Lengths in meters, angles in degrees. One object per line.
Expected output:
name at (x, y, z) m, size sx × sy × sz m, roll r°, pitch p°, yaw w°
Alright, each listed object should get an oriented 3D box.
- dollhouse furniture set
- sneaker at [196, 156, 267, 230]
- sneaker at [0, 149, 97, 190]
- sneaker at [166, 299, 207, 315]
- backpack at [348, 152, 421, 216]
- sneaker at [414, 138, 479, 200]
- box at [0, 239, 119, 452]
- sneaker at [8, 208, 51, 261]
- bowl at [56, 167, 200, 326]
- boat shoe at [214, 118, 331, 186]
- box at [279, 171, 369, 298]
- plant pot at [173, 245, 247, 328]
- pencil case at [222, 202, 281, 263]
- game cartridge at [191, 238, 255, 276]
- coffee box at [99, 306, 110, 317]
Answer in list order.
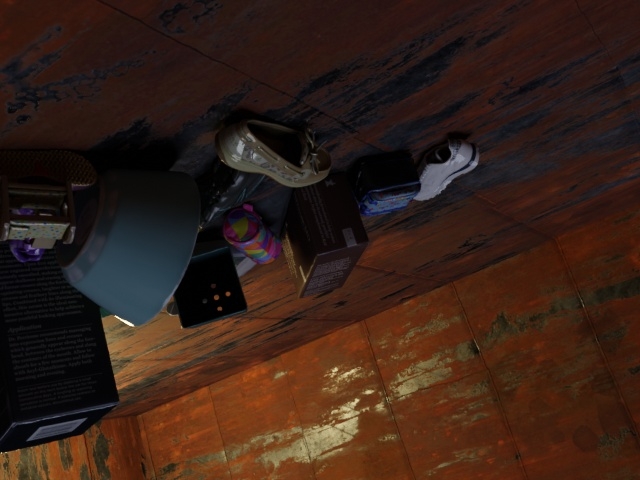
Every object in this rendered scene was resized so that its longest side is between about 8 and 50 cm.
dollhouse furniture set at (-0.520, -0.022, 1.237) m, size 0.182 × 0.101 × 0.161 m, roll 3°, pitch 150°, yaw -33°
sneaker at (-0.199, -0.094, 1.555) m, size 0.106 × 0.101 × 0.267 m, roll -5°, pitch 159°, yaw -44°
sneaker at (-0.482, -0.110, 1.279) m, size 0.186 × 0.069 × 0.084 m, roll 4°, pitch 155°, yaw -33°
sneaker at (-0.412, 0.205, 2.369) m, size 0.152 × 0.053 × 0.061 m, roll -9°, pitch 171°, yaw -9°
backpack at (0.143, -0.121, 1.796) m, size 0.158 × 0.116 × 0.173 m, roll -11°, pitch 164°, yaw -22°
sneaker at (0.280, -0.180, 1.837) m, size 0.095 × 0.090 × 0.235 m, roll 9°, pitch 147°, yaw -32°
box at (-0.607, 0.214, 1.589) m, size 0.212 × 0.395 × 0.293 m, roll -5°, pitch 158°, yaw -35°
sneaker at (-0.537, -0.031, 1.398) m, size 0.095 × 0.104 × 0.236 m, roll -5°, pitch 158°, yaw -33°
bowl at (-0.375, -0.010, 1.383) m, size 0.163 × 0.311 × 0.311 m, roll 22°, pitch 141°, yaw -34°
boat shoe at (-0.068, -0.171, 1.439) m, size 0.089 × 0.104 × 0.285 m, roll -28°, pitch 160°, yaw 38°
box at (0.000, 0.000, 1.897) m, size 0.143 × 0.191 × 0.381 m, roll -14°, pitch 162°, yaw -15°
plant pot at (-0.282, 0.135, 1.922) m, size 0.166 × 0.165 × 0.234 m, roll -17°, pitch 170°, yaw -6°
pencil case at (-0.166, -0.011, 1.857) m, size 0.104 × 0.104 × 0.236 m, roll -19°, pitch 163°, yaw 3°
game cartridge at (-0.294, 0.056, 2.013) m, size 0.294 × 0.060 × 0.196 m, roll -6°, pitch 156°, yaw -34°
coffee box at (-0.516, 0.132, 1.918) m, size 0.184 × 0.113 × 0.040 m, roll -19°, pitch 131°, yaw 6°
